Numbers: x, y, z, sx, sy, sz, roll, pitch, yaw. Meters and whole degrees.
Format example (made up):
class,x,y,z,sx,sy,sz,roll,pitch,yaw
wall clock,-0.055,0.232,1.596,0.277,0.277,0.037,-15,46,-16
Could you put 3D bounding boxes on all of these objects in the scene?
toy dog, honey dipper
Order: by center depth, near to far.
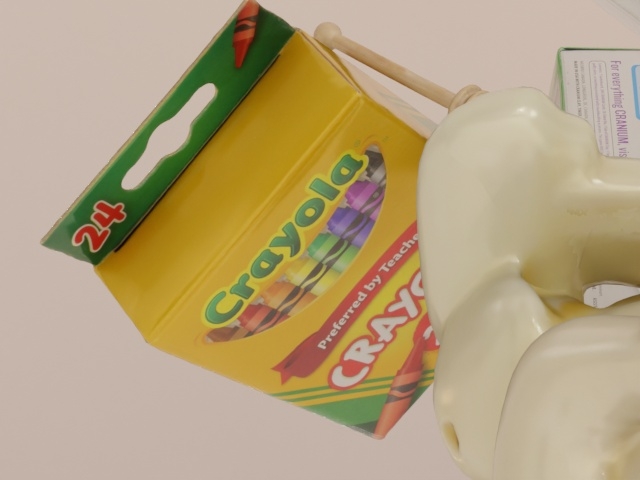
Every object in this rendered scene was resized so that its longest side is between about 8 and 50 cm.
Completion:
class,x,y,z,sx,sy,sz,roll,pitch,yaw
toy dog,0.183,0.157,0.749,0.285,0.408,0.395,10,-63,-12
honey dipper,0.054,-0.096,1.034,0.161,0.030,0.030,31,-25,37

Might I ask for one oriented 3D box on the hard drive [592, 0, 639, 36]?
class,x,y,z,sx,sy,sz,roll,pitch,yaw
hard drive,0.276,-0.275,1.302,0.233,0.353,0.047,-40,-54,2

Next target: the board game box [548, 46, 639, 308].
class,x,y,z,sx,sy,sz,roll,pitch,yaw
board game box,0.308,-0.006,1.074,0.317,0.242,0.064,1,-30,1

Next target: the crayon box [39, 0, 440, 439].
class,x,y,z,sx,sy,sz,roll,pitch,yaw
crayon box,0.000,0.000,1.104,0.318,0.202,0.081,28,17,-50
